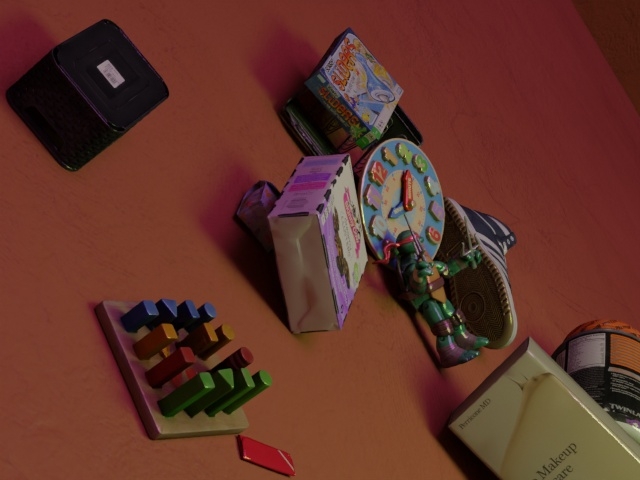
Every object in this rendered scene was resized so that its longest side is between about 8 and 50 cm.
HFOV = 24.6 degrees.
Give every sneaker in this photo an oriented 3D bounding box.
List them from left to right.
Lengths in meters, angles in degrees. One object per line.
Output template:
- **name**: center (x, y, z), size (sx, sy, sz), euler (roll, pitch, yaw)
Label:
- **sneaker**: center (0.265, 0.054, 2.330), size (0.153, 0.099, 0.282), euler (17, 41, -49)

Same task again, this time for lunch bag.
- **lunch bag**: center (-0.066, -0.038, 1.931), size (0.071, 0.053, 0.083), euler (53, 21, -16)

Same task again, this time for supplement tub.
- **supplement tub**: center (0.433, 0.262, 2.247), size (0.193, 0.193, 0.316), euler (48, 26, -13)

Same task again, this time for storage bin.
- **storage bin**: center (-0.268, -0.173, 1.719), size (0.122, 0.084, 0.180), euler (51, 25, -7)

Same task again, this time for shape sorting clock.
- **shape sorting clock**: center (0.125, -0.051, 2.207), size (0.206, 0.040, 0.206), euler (10, 76, -45)

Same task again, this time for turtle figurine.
- **turtle figurine**: center (0.169, 0.061, 2.138), size (0.175, 0.118, 0.234), euler (-29, 99, -50)

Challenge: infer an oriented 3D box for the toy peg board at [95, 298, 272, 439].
- **toy peg board**: center (-0.136, 0.122, 1.584), size (0.161, 0.079, 0.161), euler (7, 52, -57)

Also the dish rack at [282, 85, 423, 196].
- **dish rack**: center (0.047, -0.180, 2.277), size (0.208, 0.074, 0.271), euler (50, 26, -6)

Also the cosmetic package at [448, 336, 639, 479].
- **cosmetic package**: center (0.339, 0.299, 2.006), size (0.309, 0.160, 0.113), euler (43, 11, 2)

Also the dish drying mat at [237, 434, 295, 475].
- **dish drying mat**: center (-0.060, 0.241, 1.647), size (0.083, 0.008, 0.032), euler (29, 36, -42)

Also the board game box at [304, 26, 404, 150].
- **board game box**: center (0.053, -0.233, 2.234), size (0.136, 0.035, 0.201), euler (48, 28, -12)

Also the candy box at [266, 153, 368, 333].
- **candy box**: center (0.000, 0.000, 1.896), size (0.196, 0.070, 0.165), euler (-65, 147, -61)
